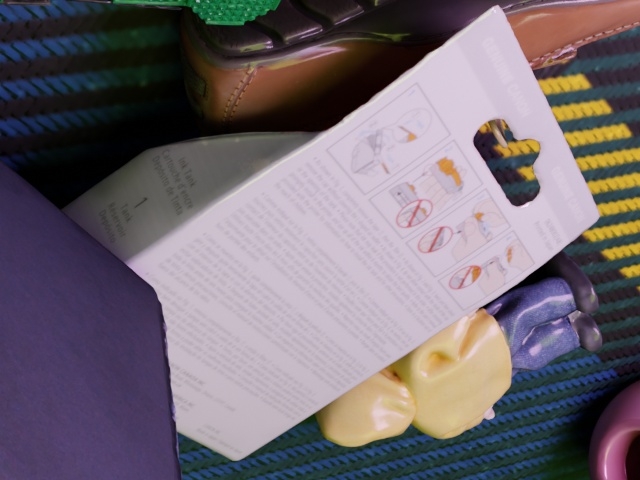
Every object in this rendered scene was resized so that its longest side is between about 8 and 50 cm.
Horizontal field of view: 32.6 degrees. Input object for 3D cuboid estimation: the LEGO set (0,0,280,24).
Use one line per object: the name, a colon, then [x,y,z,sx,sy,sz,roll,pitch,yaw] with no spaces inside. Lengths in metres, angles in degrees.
LEGO set: [-0.143,-0.260,0.605,0.331,0.192,0.255,-7,157,-18]

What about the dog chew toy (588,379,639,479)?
dog chew toy: [0.460,0.250,1.242,0.332,0.206,0.206,4,123,-38]

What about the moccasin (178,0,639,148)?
moccasin: [0.089,-0.147,0.794,0.380,0.139,0.147,-22,146,-13]

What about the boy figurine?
boy figurine: [0.129,0.121,1.045,0.285,0.092,0.177,-25,132,-5]

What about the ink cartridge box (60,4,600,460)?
ink cartridge box: [0.000,0.000,0.833,0.385,0.091,0.308,-35,144,7]

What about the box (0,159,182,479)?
box: [-0.397,0.100,0.517,0.472,0.297,0.480,-41,119,10]
